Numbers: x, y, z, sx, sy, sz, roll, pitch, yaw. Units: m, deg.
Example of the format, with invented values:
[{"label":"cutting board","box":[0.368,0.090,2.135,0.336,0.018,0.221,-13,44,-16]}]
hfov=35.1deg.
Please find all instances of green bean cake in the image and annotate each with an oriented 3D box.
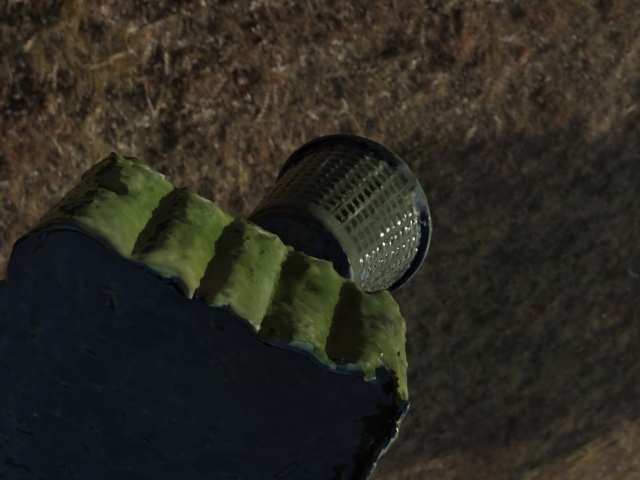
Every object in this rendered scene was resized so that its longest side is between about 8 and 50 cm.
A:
[{"label":"green bean cake","box":[-0.068,0.069,0.473,0.181,0.094,0.173,26,116,-8]}]

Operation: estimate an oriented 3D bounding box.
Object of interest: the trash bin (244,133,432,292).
[{"label":"trash bin","box":[0.000,0.000,0.957,0.175,0.175,0.161,-52,173,30]}]
